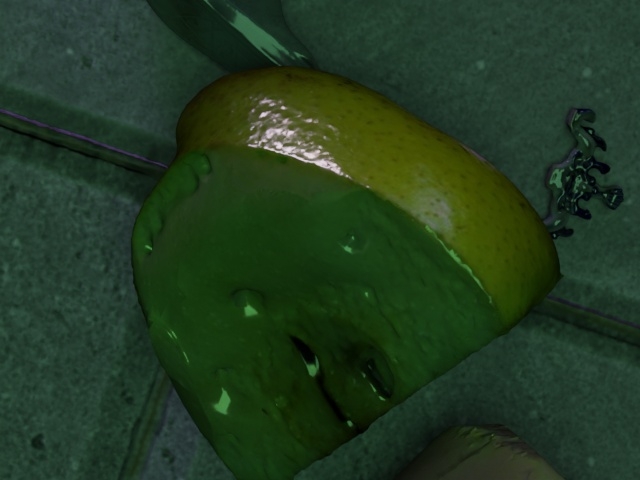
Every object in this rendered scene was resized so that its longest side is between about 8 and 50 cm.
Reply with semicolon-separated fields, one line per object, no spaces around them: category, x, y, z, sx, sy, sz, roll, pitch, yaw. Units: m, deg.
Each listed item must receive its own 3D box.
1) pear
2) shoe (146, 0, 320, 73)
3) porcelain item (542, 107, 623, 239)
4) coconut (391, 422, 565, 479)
pear;0.000;0.000;1.562;0.318;0.238;0.342;50;128;-2
shoe;-0.068;-0.196;1.623;0.195;0.079;0.078;41;62;-4
porcelain item;0.239;-0.047;1.686;0.075;0.021;0.136;18;97;-11
coconut;0.125;0.302;1.624;0.245;0.233;0.233;-43;99;-5
